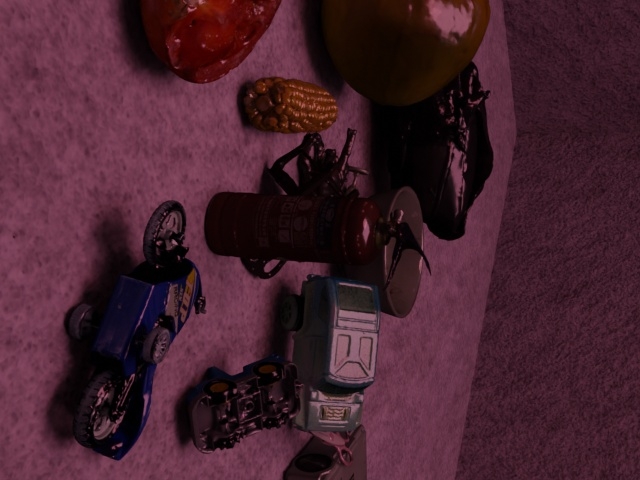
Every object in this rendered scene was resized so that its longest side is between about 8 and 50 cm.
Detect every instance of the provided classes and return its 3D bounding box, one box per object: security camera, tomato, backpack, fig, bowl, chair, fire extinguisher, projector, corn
[{"bbox_3d":[0.069,-0.113,1.766,0.058,0.058,0.092,15,91,-68],"label":"security camera"},{"bbox_3d":[-0.148,-0.332,1.040,0.233,0.139,0.200,-56,159,20],"label":"tomato"},{"bbox_3d":[0.281,-0.221,1.944,0.363,0.255,0.446,-95,-173,-78],"label":"backpack"},{"bbox_3d":[0.152,-0.419,1.576,0.343,0.343,0.343,4,90,-69],"label":"fig"},{"bbox_3d":[0.122,0.022,1.777,0.289,0.146,0.289,3,90,-67],"label":"bowl"},{"bbox_3d":[-0.056,-0.055,1.389,0.229,0.113,0.106,-41,140,0],"label":"chair"},{"bbox_3d":[0.000,0.000,1.187,0.102,0.344,0.138,53,46,-59],"label":"fire extinguisher"},{"bbox_3d":[0.021,0.503,1.665,0.256,0.099,0.192,-33,122,-65],"label":"projector"},{"bbox_3d":[-0.039,-0.227,1.399,0.291,0.101,0.101,-13,105,-71],"label":"corn"}]

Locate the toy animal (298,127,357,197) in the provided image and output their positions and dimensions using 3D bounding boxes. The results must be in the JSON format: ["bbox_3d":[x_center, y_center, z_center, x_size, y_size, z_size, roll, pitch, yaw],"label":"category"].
[{"bbox_3d":[0.016,-0.131,1.566,0.233,0.084,0.148,-53,142,-60],"label":"toy animal"}]

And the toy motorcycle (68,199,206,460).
[{"bbox_3d":[-0.214,0.111,0.990,0.169,0.113,0.315,57,50,-71],"label":"toy motorcycle"}]

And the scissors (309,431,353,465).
[{"bbox_3d":[0.017,0.381,1.560,0.176,0.022,0.085,39,36,-51],"label":"scissors"}]

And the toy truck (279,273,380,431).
[{"bbox_3d":[0.015,0.203,1.458,0.155,0.156,0.279,10,81,-31],"label":"toy truck"}]

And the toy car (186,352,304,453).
[{"bbox_3d":[-0.123,0.240,1.236,0.191,0.100,0.097,-17,113,-32],"label":"toy car"}]
